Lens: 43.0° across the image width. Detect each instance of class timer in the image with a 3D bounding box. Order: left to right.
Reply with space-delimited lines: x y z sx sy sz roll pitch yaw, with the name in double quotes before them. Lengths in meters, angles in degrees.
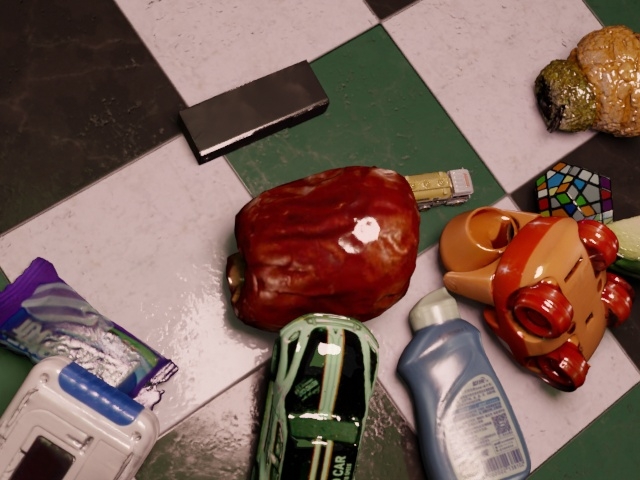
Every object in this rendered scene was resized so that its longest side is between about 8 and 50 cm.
"timer" -0.331 0.286 0.995 0.178 0.078 0.253 32 91 -2

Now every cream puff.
"cream puff" 0.425 -0.236 1.295 0.169 0.183 0.183 -16 78 -3

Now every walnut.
"walnut" 0.000 0.000 1.123 0.269 0.222 0.244 -5 43 -5

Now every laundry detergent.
"laundry detergent" 0.189 0.213 1.156 0.143 0.094 0.290 -13 74 -11

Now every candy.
"candy" -0.331 0.142 1.080 0.275 0.070 0.145 38 62 3

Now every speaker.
"speaker" -0.101 -0.194 1.232 0.218 0.044 0.082 -27 81 -17

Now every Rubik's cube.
"Rubik's cube" 0.392 -0.058 1.257 0.112 0.133 0.133 46 68 -26

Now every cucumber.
"cucumber" 0.545 0.016 1.248 0.325 0.105 0.145 -6 47 -22

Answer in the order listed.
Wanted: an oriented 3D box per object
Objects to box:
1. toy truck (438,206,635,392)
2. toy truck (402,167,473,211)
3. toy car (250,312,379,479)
"toy truck" 0.300 0.066 1.183 0.189 0.239 0.265 -47 129 -23
"toy truck" 0.172 -0.079 1.244 0.123 0.063 0.052 -8 75 -13
"toy car" -0.006 0.250 1.039 0.136 0.125 0.306 9 103 -9
